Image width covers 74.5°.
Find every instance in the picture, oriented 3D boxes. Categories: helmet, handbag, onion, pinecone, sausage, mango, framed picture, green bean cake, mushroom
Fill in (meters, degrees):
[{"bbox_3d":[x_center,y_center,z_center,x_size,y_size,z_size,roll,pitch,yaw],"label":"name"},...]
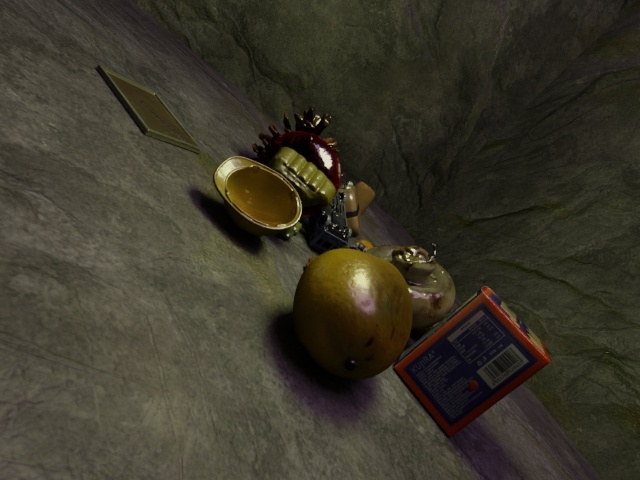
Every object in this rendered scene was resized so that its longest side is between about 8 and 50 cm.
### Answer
[{"bbox_3d":[-0.187,-0.097,1.174,0.256,0.140,0.205,34,48,-5],"label":"helmet"},{"bbox_3d":[0.092,-0.158,1.840,0.302,0.149,0.284,-56,135,-74],"label":"handbag"},{"bbox_3d":[-0.077,-0.230,1.458,0.314,0.314,0.232,45,1,2],"label":"onion"},{"bbox_3d":[-0.080,-0.361,1.720,0.384,0.384,0.384,41,16,-14],"label":"pinecone"},{"bbox_3d":[0.163,-0.169,2.053,0.123,0.253,0.123,36,17,-12],"label":"sausage"},{"bbox_3d":[0.095,0.153,1.017,0.302,0.220,0.445,61,25,0],"label":"mango"},{"bbox_3d":[-0.528,-0.405,1.317,0.315,0.024,0.232,49,16,20],"label":"framed picture"},{"bbox_3d":[-0.101,-0.137,1.309,0.233,0.236,0.124,40,37,-11],"label":"green bean cake"},{"bbox_3d":[0.297,0.128,1.463,0.361,0.295,0.362,13,31,-8],"label":"mushroom"},{"bbox_3d":[0.192,0.063,1.829,0.115,0.089,0.165,31,23,-37],"label":"mango"}]

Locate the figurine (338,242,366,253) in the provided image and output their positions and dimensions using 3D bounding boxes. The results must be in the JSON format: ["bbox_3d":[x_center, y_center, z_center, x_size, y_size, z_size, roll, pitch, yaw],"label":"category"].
[{"bbox_3d":[0.070,0.100,1.254,0.145,0.145,0.222,44,49,-3],"label":"figurine"}]

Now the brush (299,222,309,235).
[{"bbox_3d":[0.000,0.000,1.623,0.336,0.020,0.085,34,18,-33],"label":"brush"}]

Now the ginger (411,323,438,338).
[{"bbox_3d":[0.392,0.299,1.669,0.276,0.130,0.221,52,6,29],"label":"ginger"}]

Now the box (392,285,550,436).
[{"bbox_3d":[0.453,0.342,1.278,0.257,0.349,0.318,50,17,18],"label":"box"}]

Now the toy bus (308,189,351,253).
[{"bbox_3d":[0.024,-0.093,1.592,0.125,0.133,0.292,28,38,-30],"label":"toy bus"}]

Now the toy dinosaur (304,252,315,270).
[{"bbox_3d":[-0.030,0.077,1.313,0.126,0.039,0.162,27,22,-45],"label":"toy dinosaur"}]
